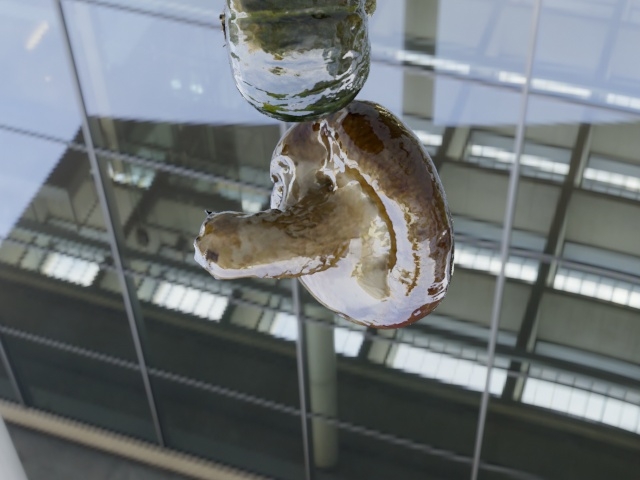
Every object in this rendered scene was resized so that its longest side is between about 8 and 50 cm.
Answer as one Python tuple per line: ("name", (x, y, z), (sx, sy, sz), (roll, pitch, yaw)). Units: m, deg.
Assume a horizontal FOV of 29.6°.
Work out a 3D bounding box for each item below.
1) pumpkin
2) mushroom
("pumpkin", (-0.022, -0.225, 1.191), (0.157, 0.224, 0.224), (-7, -131, -5))
("mushroom", (0.028, -0.003, 1.346), (0.267, 0.267, 0.254), (33, -100, 27))
